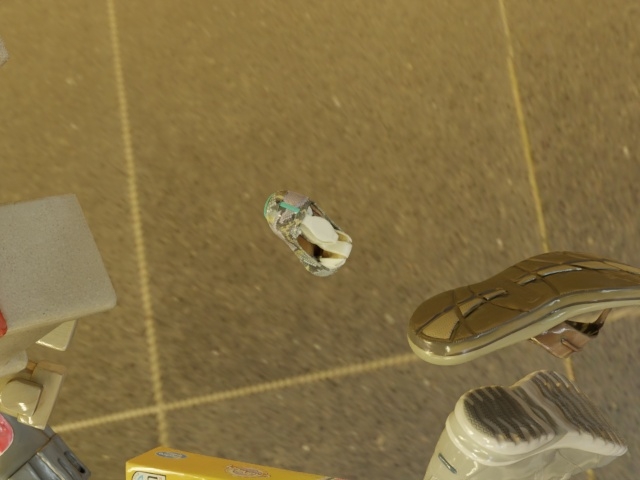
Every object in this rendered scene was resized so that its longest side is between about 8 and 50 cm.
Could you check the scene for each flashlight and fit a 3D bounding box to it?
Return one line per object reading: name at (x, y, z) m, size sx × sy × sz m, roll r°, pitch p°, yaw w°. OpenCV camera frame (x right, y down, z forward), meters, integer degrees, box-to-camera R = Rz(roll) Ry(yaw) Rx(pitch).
flashlight at (-0.378, 0.168, 1.732) m, size 0.103 × 0.103 × 0.304 m, roll -39°, pitch 93°, yaw 11°

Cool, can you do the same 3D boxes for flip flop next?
flip flop at (0.206, 0.076, 1.584) m, size 0.277 × 0.080 × 0.112 m, roll -18°, pitch 27°, yaw -28°

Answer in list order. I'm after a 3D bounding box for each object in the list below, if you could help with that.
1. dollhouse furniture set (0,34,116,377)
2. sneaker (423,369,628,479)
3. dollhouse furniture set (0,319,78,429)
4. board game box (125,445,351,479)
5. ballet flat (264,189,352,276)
dollhouse furniture set at (-0.193, -0.064, 0.657) m, size 0.262 × 0.135 × 0.259 m, roll -33°, pitch 77°, yaw 40°
sneaker at (0.195, 0.200, 1.652) m, size 0.115 × 0.281 × 0.105 m, roll -53°, pitch 55°, yaw 24°
dollhouse furniture set at (-0.219, 0.061, 0.987) m, size 0.144 × 0.123 × 0.151 m, roll 18°, pitch 92°, yaw -4°
board game box at (-0.048, 0.349, 1.677) m, size 0.316 × 0.064 × 0.242 m, roll 4°, pitch 100°, yaw 30°
ballet flat at (0.000, 0.000, 1.198) m, size 0.041 × 0.114 × 0.041 m, roll -11°, pitch 63°, yaw 23°
